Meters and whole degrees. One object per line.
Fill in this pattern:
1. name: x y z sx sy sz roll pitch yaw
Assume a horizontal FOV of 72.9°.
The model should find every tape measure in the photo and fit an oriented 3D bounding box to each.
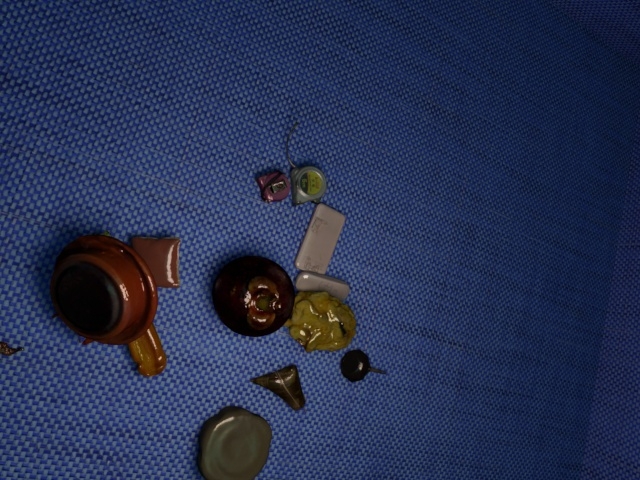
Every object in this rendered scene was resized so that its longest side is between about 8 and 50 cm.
1. tape measure: -0.060 -0.307 1.730 0.164 0.084 0.331 -4 90 -26
2. tape measure: -0.182 -0.206 1.679 0.125 0.074 0.118 -28 99 -20

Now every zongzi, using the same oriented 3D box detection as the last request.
1. zongzi: -0.158 0.588 1.659 0.184 0.084 0.187 -15 98 -9

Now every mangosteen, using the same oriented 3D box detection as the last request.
1. mangosteen: -0.234 0.206 1.524 0.297 0.293 0.297 -3 127 -4

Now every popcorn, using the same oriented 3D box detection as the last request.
1. popcorn: -0.001 0.313 1.665 0.286 0.215 0.252 43 104 -14

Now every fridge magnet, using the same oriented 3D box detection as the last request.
1. fridge magnet: -0.673 0.160 1.336 0.363 0.155 0.364 3 104 13

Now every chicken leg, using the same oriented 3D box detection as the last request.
1. chicken leg: -0.969 0.337 1.341 0.083 0.021 0.036 25 69 -21

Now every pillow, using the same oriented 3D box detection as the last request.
1. pillow: -0.566 0.075 1.491 0.171 0.075 0.179 2 96 -3

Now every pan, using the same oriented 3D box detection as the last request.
1. pan: 0.164 0.541 1.810 0.202 0.048 0.128 43 74 -14

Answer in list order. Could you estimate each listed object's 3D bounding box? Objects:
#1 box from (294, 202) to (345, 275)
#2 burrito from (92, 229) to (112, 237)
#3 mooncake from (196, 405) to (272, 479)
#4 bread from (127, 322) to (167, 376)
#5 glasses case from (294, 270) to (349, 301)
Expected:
1. box: 0.000 0.000 1.767 0.142 0.044 0.285 26 77 -23
2. burrito: -0.656 0.084 1.429 0.054 0.104 0.288 -30 90 -51
3. mooncake: -0.312 0.732 1.551 0.274 0.135 0.275 3 83 -25
4. bread: -0.598 0.340 1.466 0.102 0.094 0.246 -20 96 -17
5. glasses case: 0.009 0.186 1.741 0.233 0.059 0.092 20 112 -22
